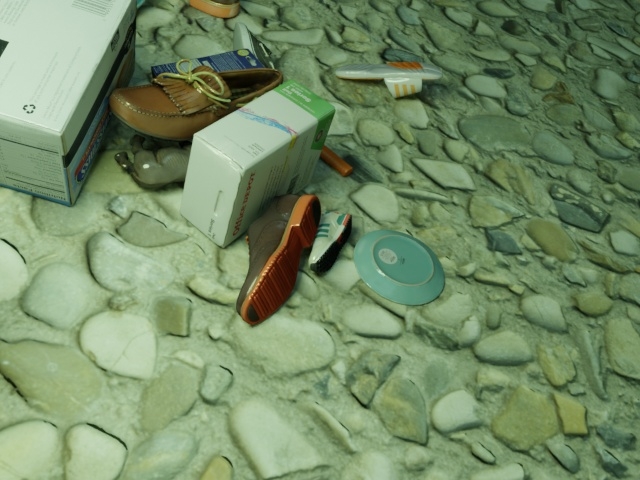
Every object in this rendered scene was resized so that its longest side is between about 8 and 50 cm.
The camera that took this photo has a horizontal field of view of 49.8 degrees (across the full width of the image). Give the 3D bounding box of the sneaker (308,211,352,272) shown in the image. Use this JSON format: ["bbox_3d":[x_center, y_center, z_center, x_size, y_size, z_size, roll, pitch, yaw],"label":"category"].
[{"bbox_3d":[0.000,0.000,1.294,0.075,0.057,0.161,16,44,19],"label":"sneaker"}]

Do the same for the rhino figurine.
[{"bbox_3d":[-0.257,-0.154,1.315,0.243,0.073,0.106,-13,51,-32],"label":"rhino figurine"}]

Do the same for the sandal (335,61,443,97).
[{"bbox_3d":[0.170,-0.396,1.716,0.265,0.076,0.102,2,30,8],"label":"sandal"}]

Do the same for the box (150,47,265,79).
[{"bbox_3d":[-0.238,-0.356,1.492,0.225,0.036,0.136,-18,44,-18],"label":"box"}]

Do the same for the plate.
[{"bbox_3d":[0.155,0.043,1.326,0.188,0.024,0.188,11,47,-12],"label":"plate"}]

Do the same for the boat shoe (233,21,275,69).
[{"bbox_3d":[-0.151,-0.423,1.610,0.070,0.078,0.219,-7,60,-25],"label":"boat shoe"}]

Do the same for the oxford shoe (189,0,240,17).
[{"bbox_3d":[-0.362,-0.697,1.737,0.363,0.133,0.130,22,45,0],"label":"oxford shoe"}]

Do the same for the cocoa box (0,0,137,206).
[{"bbox_3d":[-0.480,-0.278,1.186,0.231,0.228,0.347,16,60,-6],"label":"cocoa box"}]

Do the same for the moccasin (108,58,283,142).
[{"bbox_3d":[-0.219,-0.274,1.305,0.380,0.147,0.139,-11,48,-40],"label":"moccasin"}]

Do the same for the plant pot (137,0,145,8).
[{"bbox_3d":[-0.551,-0.673,1.571,0.255,0.272,0.271,33,44,32],"label":"plant pot"}]

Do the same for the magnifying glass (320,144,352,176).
[{"bbox_3d":[-0.023,-0.216,1.501,0.231,0.026,0.092,40,47,19],"label":"magnifying glass"}]

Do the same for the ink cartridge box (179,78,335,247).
[{"bbox_3d":[-0.116,-0.145,1.269,0.117,0.201,0.278,36,46,14],"label":"ink cartridge box"}]

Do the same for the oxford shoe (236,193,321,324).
[{"bbox_3d":[-0.090,0.028,1.205,0.098,0.097,0.271,10,52,24],"label":"oxford shoe"}]
